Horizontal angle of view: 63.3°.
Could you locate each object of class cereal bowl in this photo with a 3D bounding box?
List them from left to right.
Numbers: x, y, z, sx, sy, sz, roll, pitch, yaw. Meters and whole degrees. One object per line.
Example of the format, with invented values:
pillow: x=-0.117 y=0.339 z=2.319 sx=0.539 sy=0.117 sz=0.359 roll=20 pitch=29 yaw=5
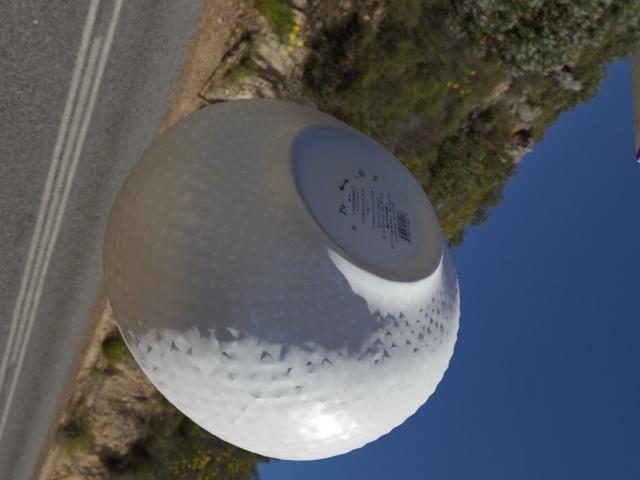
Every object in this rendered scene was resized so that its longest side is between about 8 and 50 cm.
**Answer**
cereal bowl: x=0.000 y=0.000 z=0.458 sx=0.141 sy=0.339 sz=0.338 roll=-44 pitch=-164 yaw=40

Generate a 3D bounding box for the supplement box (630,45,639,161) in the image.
supplement box: x=0.348 y=-0.122 z=0.346 sx=0.111 sy=0.220 sz=0.113 roll=69 pitch=31 yaw=-59
